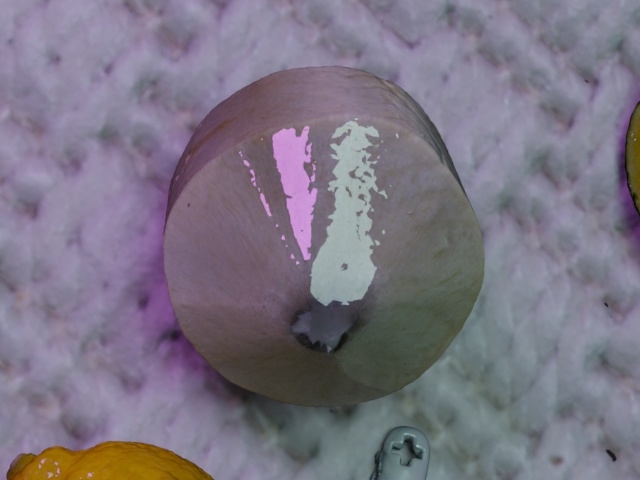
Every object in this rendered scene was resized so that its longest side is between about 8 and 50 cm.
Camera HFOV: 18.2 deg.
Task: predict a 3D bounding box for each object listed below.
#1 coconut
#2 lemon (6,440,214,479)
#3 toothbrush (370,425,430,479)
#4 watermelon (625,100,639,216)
[{"bbox_3d":[0.000,0.000,1.277,0.202,0.202,0.222,24,21,-15],"label":"coconut"},{"bbox_3d":[-0.115,0.194,1.214,0.187,0.142,0.142,45,62,-7],"label":"lemon"},{"bbox_3d":[0.022,0.316,1.297,0.042,0.040,0.418,13,63,-2],"label":"toothbrush"},{"bbox_3d":[0.270,-0.070,1.501,0.075,0.092,0.182,13,76,-5],"label":"watermelon"}]
